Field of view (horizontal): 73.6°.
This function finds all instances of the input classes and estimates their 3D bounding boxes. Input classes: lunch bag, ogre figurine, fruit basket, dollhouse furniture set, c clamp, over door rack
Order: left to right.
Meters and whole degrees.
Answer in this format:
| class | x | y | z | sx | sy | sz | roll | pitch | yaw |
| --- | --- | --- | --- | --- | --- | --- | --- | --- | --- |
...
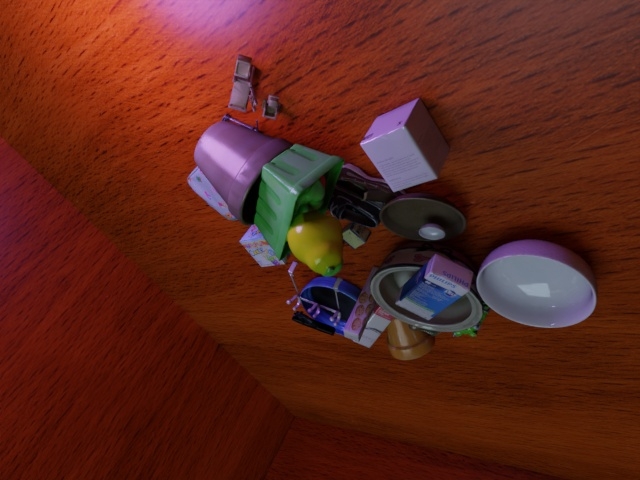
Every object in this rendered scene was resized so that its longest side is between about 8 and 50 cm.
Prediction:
| class | x | y | z | sx | sy | sz | roll | pitch | yaw |
| --- | --- | --- | --- | --- | --- | --- | --- | --- | --- |
| lunch bag | -0.385 | -0.219 | 1.752 | 0.279 | 0.107 | 0.224 | 43 | 138 | -17 |
| c clamp | -0.289 | -0.409 | 1.538 | 0.161 | 0.022 | 0.137 | 22 | 148 | 10 |
| dollhouse furniture set | -0.188 | -0.494 | 1.332 | 0.161 | 0.101 | 0.182 | 12 | 146 | -14 |
| fruit basket | -0.028 | -0.069 | 1.373 | 0.392 | 0.283 | 0.391 | 28 | 141 | 25 |
| over door rack | -0.031 | 0.259 | 1.926 | 0.240 | 0.108 | 0.324 | 18 | 142 | 17 |
| ogre figurine | 0.576 | 0.313 | 1.667 | 0.197 | 0.118 | 0.097 | -17 | 122 | 47 |

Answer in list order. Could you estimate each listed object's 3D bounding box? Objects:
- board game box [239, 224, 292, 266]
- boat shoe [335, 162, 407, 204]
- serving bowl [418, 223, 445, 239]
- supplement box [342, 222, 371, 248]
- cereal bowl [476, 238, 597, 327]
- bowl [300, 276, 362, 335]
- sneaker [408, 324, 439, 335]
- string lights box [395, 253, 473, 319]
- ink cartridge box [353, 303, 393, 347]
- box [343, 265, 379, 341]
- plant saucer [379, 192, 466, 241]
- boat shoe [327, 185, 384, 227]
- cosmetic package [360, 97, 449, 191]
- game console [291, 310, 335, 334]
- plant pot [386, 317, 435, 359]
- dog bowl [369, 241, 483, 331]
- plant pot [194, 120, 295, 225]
| class | x | y | z | sx | sy | sz | roll | pitch | yaw |
| --- | --- | --- | --- | --- | --- | --- | --- | --- | --- |
| board game box | -0.154 | -0.048 | 1.642 | 0.145 | 0.275 | 0.142 | -9 | 127 | 43 |
| boat shoe | 0.164 | -0.161 | 1.431 | 0.258 | 0.095 | 0.095 | 25 | 143 | 9 |
| serving bowl | 0.363 | -0.033 | 1.387 | 0.084 | 0.027 | 0.083 | 12 | 156 | 6 |
| supplement box | 0.133 | -0.024 | 1.647 | 0.083 | 0.056 | 0.083 | 40 | 143 | -11 |
| cereal bowl | 0.677 | 0.118 | 1.346 | 0.339 | 0.141 | 0.338 | 19 | 142 | 16 |
| bowl | 0.091 | 0.322 | 2.067 | 0.392 | 0.077 | 0.390 | 20 | 142 | 17 |
| sneaker | 0.453 | 0.360 | 1.758 | 0.064 | 0.192 | 0.086 | -137 | 40 | -63 |
| string lights box | 0.362 | 0.159 | 1.388 | 0.134 | 0.076 | 0.259 | 27 | 146 | -1 |
| ink cartridge box | 0.221 | 0.321 | 1.822 | 0.092 | 0.158 | 0.217 | 24 | 116 | -14 |
| box | 0.183 | 0.246 | 1.700 | 0.067 | 0.323 | 0.063 | 18 | 145 | 20 |
| plant saucer | 0.332 | -0.076 | 1.394 | 0.278 | 0.041 | 0.277 | 11 | 156 | 5 |
| boat shoe | 0.078 | -0.124 | 1.530 | 0.302 | 0.102 | 0.108 | 23 | 143 | 11 |
| cosmetic package | 0.241 | -0.265 | 1.205 | 0.151 | 0.151 | 0.183 | -13 | 125 | 44 |
| game console | -0.037 | 0.384 | 2.009 | 0.214 | 0.043 | 0.361 | 19 | 167 | 9 |
| plant pot | 0.367 | 0.377 | 1.847 | 0.205 | 0.205 | 0.187 | -8 | 113 | 41 |
| dog bowl | 0.396 | 0.166 | 1.579 | 0.409 | 0.150 | 0.407 | 17 | 145 | 12 |
| plant pot | -0.268 | -0.257 | 1.472 | 0.281 | 0.323 | 0.323 | 36 | 145 | 11 |
